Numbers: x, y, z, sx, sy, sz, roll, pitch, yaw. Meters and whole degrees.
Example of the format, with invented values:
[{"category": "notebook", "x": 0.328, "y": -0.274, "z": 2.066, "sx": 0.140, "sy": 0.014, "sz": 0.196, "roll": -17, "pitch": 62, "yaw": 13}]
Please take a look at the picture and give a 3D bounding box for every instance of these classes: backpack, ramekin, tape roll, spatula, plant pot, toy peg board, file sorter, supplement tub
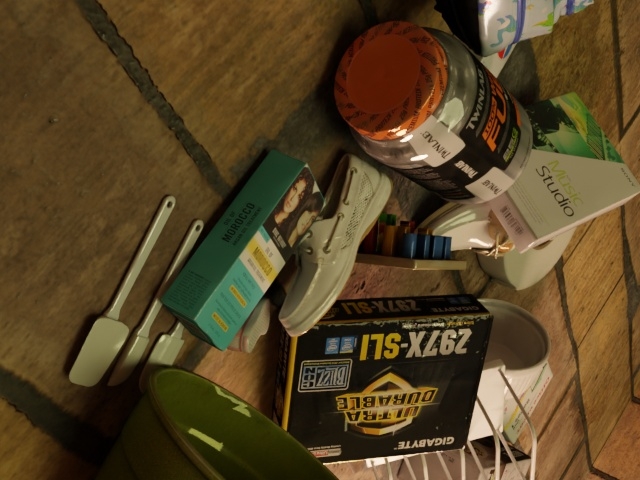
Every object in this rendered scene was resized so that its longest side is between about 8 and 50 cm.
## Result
[{"category": "backpack", "x": 0.221, "y": -0.403, "z": 1.038, "sx": 0.273, "sy": 0.290, "sz": 0.355, "roll": -16, "pitch": 140, "yaw": -10}, {"category": "ramekin", "x": 0.344, "y": 0.223, "z": 1.638, "sx": 0.207, "sy": 0.207, "sz": 0.109, "roll": -30, "pitch": 140, "yaw": -40}, {"category": "tape roll", "x": 0.455, "y": -0.088, "z": 1.709, "sx": 0.392, "sy": 0.072, "sz": 0.392, "roll": -30, "pitch": 132, "yaw": -41}, {"category": "spatula", "x": -0.196, "y": 0.072, "z": 0.991, "sx": 0.168, "sy": 0.019, "sz": 0.242, "roll": 32, "pitch": 84, "yaw": -54}, {"category": "plant pot", "x": -0.163, "y": 0.404, "z": 0.983, "sx": 0.353, "sy": 0.366, "sz": 0.366, "roll": -52, "pitch": 145, "yaw": 0}, {"category": "toy peg board", "x": 0.118, "y": -0.002, "z": 1.251, "sx": 0.161, "sy": 0.160, "sz": 0.079, "roll": 2, "pitch": 93, "yaw": -53}, {"category": "file sorter", "x": 0.227, "y": 0.369, "z": 1.480, "sx": 0.277, "sy": 0.173, "sz": 0.193, "roll": -13, "pitch": 128, "yaw": -6}, {"category": "supplement tub", "x": 0.163, "y": -0.176, "z": 1.163, "sx": 0.316, "sy": 0.193, "sz": 0.193, "roll": 19, "pitch": 94, "yaw": -55}]

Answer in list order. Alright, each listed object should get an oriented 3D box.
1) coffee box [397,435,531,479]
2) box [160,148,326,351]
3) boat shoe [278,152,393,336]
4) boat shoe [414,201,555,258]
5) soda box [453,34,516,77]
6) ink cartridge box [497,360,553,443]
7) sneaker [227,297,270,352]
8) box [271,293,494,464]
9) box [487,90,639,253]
[{"category": "coffee box", "x": 0.323, "y": 0.499, "z": 1.799, "sx": 0.297, "sy": 0.168, "sz": 0.119, "roll": 14, "pitch": 98, "yaw": -54}, {"category": "box", "x": -0.091, "y": 0.012, "z": 1.039, "sx": 0.244, "sy": 0.060, "sz": 0.100, "roll": -56, "pitch": 150, "yaw": -18}, {"category": "boat shoe", "x": 0.000, "y": 0.000, "z": 1.147, "sx": 0.096, "sy": 0.098, "sz": 0.277, "roll": 37, "pitch": 66, "yaw": -22}, {"category": "boat shoe", "x": 0.309, "y": -0.028, "z": 1.443, "sx": 0.302, "sy": 0.103, "sz": 0.113, "roll": -18, "pitch": 155, "yaw": -21}, {"category": "soda box", "x": 0.281, "y": -0.351, "z": 1.317, "sx": 0.216, "sy": 0.074, "sz": 0.069, "roll": -59, "pitch": 145, "yaw": -9}, {"category": "ink cartridge box", "x": 0.411, "y": 0.309, "z": 1.845, "sx": 0.201, "sy": 0.117, "sz": 0.278, "roll": -55, "pitch": 145, "yaw": -15}, {"category": "sneaker", "x": -0.111, "y": 0.110, "z": 1.107, "sx": 0.134, "sy": 0.070, "sz": 0.051, "roll": -55, "pitch": 148, "yaw": -71}, {"category": "box", "x": 0.090, "y": 0.216, "z": 1.272, "sx": 0.322, "sy": 0.079, "sz": 0.257, "roll": -1, "pitch": 112, "yaw": -18}, {"category": "box", "x": 0.406, "y": -0.131, "z": 1.454, "sx": 0.322, "sy": 0.232, "sz": 0.058, "roll": -21, "pitch": 164, "yaw": -36}]
